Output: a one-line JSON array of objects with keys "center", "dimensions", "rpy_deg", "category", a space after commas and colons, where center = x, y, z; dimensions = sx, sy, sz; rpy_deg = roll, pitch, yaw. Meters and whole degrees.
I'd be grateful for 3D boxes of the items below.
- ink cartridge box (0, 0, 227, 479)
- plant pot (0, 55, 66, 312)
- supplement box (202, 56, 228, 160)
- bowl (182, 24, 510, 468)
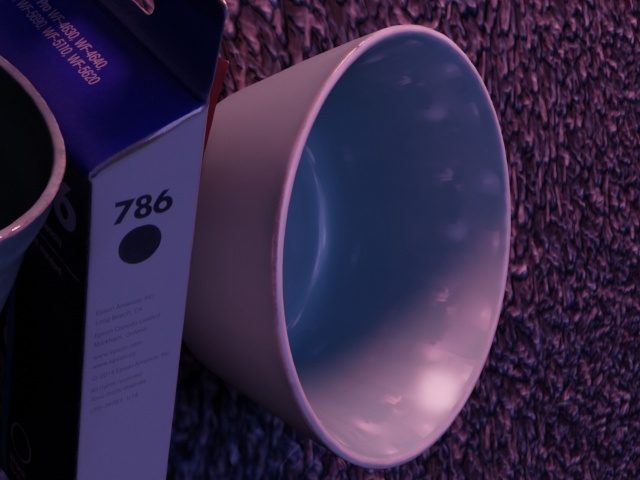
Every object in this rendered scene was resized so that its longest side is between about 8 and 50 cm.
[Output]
[{"center": [-0.131, -0.003, 0.644], "dimensions": [0.065, 0.165, 0.332], "rpy_deg": [-16, 133, -33], "category": "ink cartridge box"}, {"center": [-0.267, 0.017, 0.495], "dimensions": [0.293, 0.293, 0.196], "rpy_deg": [-15, 132, -53], "category": "plant pot"}, {"center": [-0.165, -0.091, 0.771], "dimensions": [0.239, 0.073, 0.130], "rpy_deg": [26, 75, -52], "category": "supplement box"}, {"center": [0.000, 0.000, 0.940], "dimensions": [0.311, 0.163, 0.311], "rpy_deg": [-9, 101, -54], "category": "bowl"}]
